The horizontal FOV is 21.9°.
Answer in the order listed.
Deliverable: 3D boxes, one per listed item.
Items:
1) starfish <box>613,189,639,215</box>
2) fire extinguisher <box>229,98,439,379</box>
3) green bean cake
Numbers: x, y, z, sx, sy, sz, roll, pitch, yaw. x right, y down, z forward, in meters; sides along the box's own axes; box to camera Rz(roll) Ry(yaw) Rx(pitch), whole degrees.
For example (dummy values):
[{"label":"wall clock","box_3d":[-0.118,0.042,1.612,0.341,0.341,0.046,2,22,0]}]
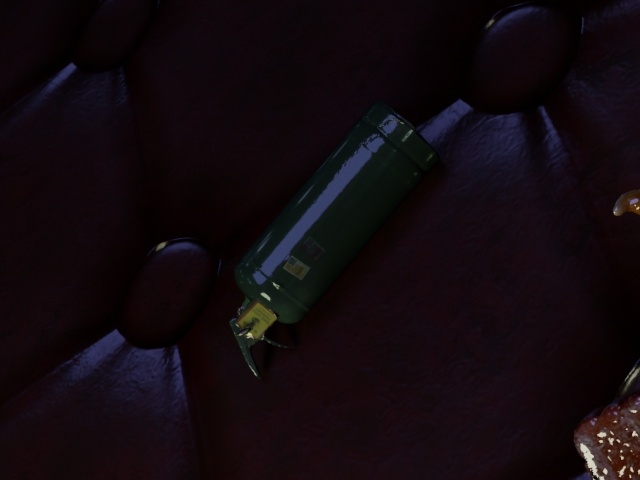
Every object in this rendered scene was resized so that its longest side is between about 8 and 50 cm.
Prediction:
[{"label":"starfish","box_3d":[0.386,0.050,1.415,0.327,0.094,0.375,-44,48,4]},{"label":"fire extinguisher","box_3d":[0.000,0.000,1.780,0.311,0.114,0.095,-48,3,1]},{"label":"green bean cake","box_3d":[0.296,0.185,1.381,0.135,0.056,0.135,-29,86,24]}]
